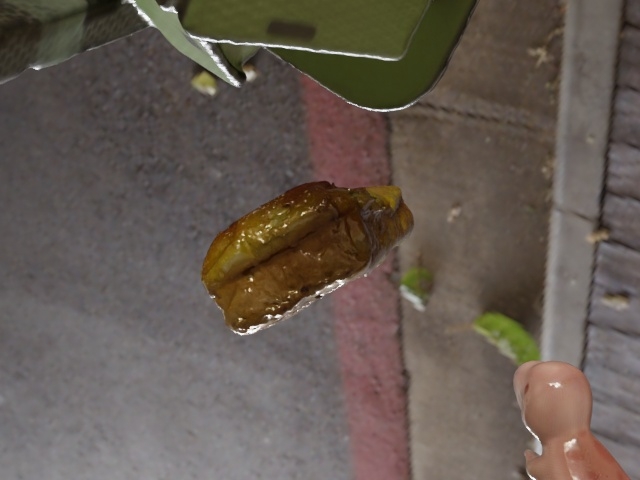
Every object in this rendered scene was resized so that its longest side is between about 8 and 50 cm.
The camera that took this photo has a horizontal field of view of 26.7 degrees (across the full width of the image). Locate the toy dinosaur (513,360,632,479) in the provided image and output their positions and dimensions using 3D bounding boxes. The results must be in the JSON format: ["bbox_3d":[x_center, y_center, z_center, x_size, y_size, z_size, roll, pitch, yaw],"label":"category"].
[{"bbox_3d":[0.232,0.197,1.093,0.194,0.152,0.177,-134,41,-62],"label":"toy dinosaur"}]

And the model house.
[{"bbox_3d":[-0.054,-0.153,0.569,0.205,0.279,0.218,34,122,17],"label":"model house"}]

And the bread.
[{"bbox_3d":[0.001,0.002,1.014,0.139,0.271,0.077,-29,88,13],"label":"bread"}]
